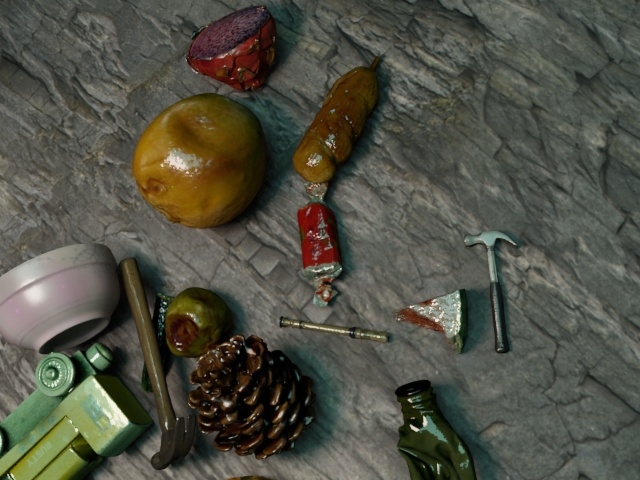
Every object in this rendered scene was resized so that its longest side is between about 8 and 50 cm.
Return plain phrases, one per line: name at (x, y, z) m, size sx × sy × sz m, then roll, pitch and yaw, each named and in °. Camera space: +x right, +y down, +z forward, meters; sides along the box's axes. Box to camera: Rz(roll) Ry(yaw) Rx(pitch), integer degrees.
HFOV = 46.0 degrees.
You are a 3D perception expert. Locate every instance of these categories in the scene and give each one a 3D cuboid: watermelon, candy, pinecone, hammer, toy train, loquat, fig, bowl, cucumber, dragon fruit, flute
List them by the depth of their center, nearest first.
pinecone at (-0.138, 0.302, 1.449) m, size 0.224 × 0.272 × 0.224 m, roll -24°, pitch 43°, yaw 25°
watermelon at (0.229, 0.130, 1.482) m, size 0.158 × 0.098 × 0.121 m, roll 27°, pitch 82°, yaw 24°
hammer at (0.352, 0.099, 1.493) m, size 0.103 × 0.029 × 0.246 m, roll -9°, pitch 74°, yaw 12°
hammer at (-0.349, 0.238, 1.546) m, size 0.168 × 0.044 × 0.439 m, roll -44°, pitch 59°, yaw 44°
flute at (0.027, 0.184, 1.551) m, size 0.233 × 0.027 × 0.027 m, roll 7°, pitch 76°, yaw 16°
toy train at (-0.555, 0.406, 1.573) m, size 0.397 × 0.160 × 0.253 m, roll -43°, pitch 75°, yaw -2°
bowl at (-0.543, 0.139, 1.580) m, size 0.287 × 0.287 × 0.143 m, roll -31°, pitch 78°, yaw 4°
fig at (-0.257, 0.170, 1.582) m, size 0.144 × 0.154 × 0.165 m, roll -35°, pitch 37°, yaw 18°
candy at (-0.001, 0.000, 1.595) m, size 0.086 × 0.059 × 0.292 m, roll -12°, pitch 71°, yaw 12°
loquat at (-0.254, -0.167, 1.611) m, size 0.276 × 0.276 × 0.283 m, roll 17°, pitch 61°, yaw 18°
cucumber at (-0.349, 0.221, 1.624) m, size 0.058 × 0.052 × 0.214 m, roll -2°, pitch 72°, yaw 42°
dragon fruit at (-0.183, -0.423, 1.737) m, size 0.224 × 0.148 × 0.218 m, roll -18°, pitch 40°, yaw 18°

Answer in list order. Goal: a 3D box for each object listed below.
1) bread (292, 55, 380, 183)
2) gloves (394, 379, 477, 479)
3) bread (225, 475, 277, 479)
bread at (0.045, -0.275, 1.640) m, size 0.124 × 0.084 × 0.344 m, roll 19°, pitch 70°, yaw 27°
gloves at (0.210, 0.392, 1.400) m, size 0.135 × 0.107 × 0.268 m, roll -18°, pitch 74°, yaw 20°
bread at (-0.113, 0.544, 1.428) m, size 0.250 × 0.133 × 0.178 m, roll 12°, pitch 74°, yaw 16°
